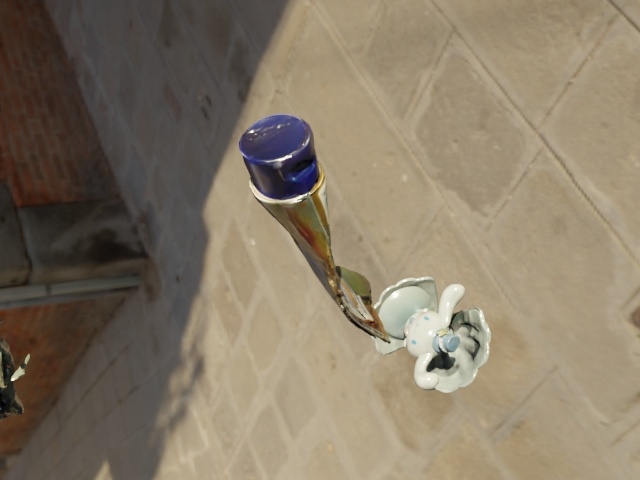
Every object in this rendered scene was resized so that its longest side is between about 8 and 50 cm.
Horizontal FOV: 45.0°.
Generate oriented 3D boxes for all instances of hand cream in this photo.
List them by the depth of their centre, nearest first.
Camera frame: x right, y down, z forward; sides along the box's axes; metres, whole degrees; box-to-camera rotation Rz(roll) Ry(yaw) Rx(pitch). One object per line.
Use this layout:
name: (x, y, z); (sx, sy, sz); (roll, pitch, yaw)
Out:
hand cream: (0.000, 0.000, 0.415); (0.062, 0.039, 0.163); (51, 172, 40)

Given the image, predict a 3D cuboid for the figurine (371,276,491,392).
figurine: (0.098, 0.079, 0.658); (0.094, 0.082, 0.086); (-58, 38, 11)

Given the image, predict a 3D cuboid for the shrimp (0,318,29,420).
shrimp: (-0.172, 0.038, 0.309); (0.082, 0.076, 0.174); (19, 142, 12)
